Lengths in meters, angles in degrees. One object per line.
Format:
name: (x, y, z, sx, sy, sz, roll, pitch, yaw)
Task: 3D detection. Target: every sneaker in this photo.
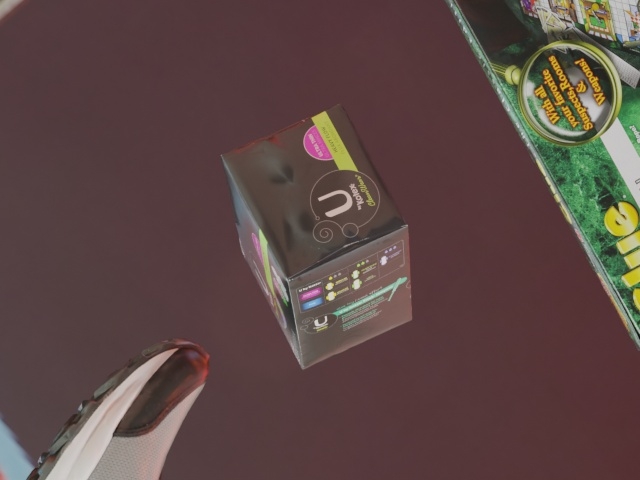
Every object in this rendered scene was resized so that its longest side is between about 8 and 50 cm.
sneaker: (-0.110, 0.172, 0.778, 0.100, 0.108, 0.271, 133, -19, -74)

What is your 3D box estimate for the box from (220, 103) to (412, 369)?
box: (0.000, 0.000, 0.651, 0.052, 0.083, 0.062, -25, -117, -8)

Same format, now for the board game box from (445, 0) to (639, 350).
board game box: (0.157, -0.089, 0.844, 0.136, 0.260, 0.030, -28, 177, -1)
